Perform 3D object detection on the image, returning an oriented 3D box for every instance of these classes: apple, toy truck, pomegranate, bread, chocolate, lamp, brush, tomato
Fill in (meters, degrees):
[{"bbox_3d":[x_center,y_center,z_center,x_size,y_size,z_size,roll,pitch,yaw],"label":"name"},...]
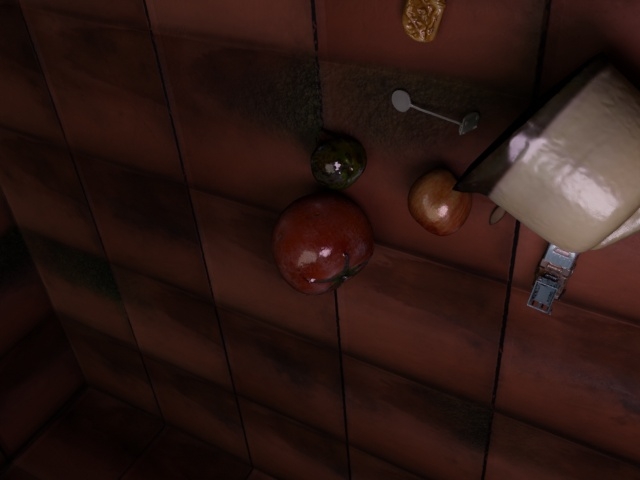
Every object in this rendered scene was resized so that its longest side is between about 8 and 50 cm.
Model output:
[{"bbox_3d":[0.268,-0.090,1.575,0.146,0.146,0.131,41,112,0],"label":"apple"},{"bbox_3d":[0.514,0.059,1.537,0.080,0.115,0.177,24,135,19],"label":"toy truck"},{"bbox_3d":[0.037,-0.203,1.673,0.125,0.138,0.163,-39,67,59],"label":"pomegranate"},{"bbox_3d":[0.202,-0.446,1.382,0.083,0.044,0.110,31,137,16],"label":"bread"},{"bbox_3d":[0.457,-0.120,1.242,0.297,0.314,0.326,51,138,2],"label":"chocolate"},{"bbox_3d":[0.243,-0.282,1.514,0.198,0.056,0.050,30,141,29],"label":"lamp"},{"bbox_3d":[0.420,-0.094,1.549,0.070,0.021,0.196,34,141,7],"label":"brush"},{"bbox_3d":[0.000,0.000,1.775,0.265,0.265,0.264,21,136,22],"label":"tomato"}]
